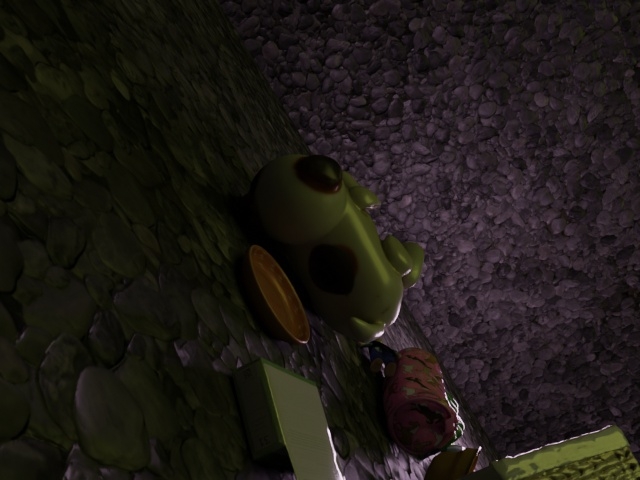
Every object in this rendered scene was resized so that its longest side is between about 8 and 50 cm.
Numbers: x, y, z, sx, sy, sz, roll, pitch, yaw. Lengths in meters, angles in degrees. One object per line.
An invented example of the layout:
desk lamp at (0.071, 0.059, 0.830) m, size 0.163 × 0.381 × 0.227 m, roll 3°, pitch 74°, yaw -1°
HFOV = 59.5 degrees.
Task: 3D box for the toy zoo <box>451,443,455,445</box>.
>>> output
toy zoo at (0.399, 0.636, 1.939) m, size 0.293 × 0.030 × 0.192 m, roll 55°, pitch 11°, yaw -32°

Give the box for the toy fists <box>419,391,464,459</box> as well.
toy fists at (0.331, 0.514, 1.620) m, size 0.096 × 0.142 × 0.279 m, roll 60°, pitch 9°, yaw -2°

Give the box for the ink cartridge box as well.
ink cartridge box at (-0.026, 0.283, 0.729) m, size 0.171 × 0.056 × 0.235 m, roll 45°, pitch 20°, yaw -55°

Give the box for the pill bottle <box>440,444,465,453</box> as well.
pill bottle at (0.392, 0.655, 1.622) m, size 0.108 × 0.108 × 0.180 m, roll 62°, pitch 10°, yaw 13°

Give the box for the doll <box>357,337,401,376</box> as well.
doll at (0.161, 0.307, 1.534) m, size 0.129 × 0.046 × 0.189 m, roll 19°, pitch 11°, yaw -1°

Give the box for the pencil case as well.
pencil case at (0.253, 0.405, 1.471) m, size 0.167 × 0.160 × 0.386 m, roll 47°, pitch 9°, yaw -2°

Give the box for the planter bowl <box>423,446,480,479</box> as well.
planter bowl at (0.287, 0.560, 1.287) m, size 0.090 × 0.217 × 0.217 m, roll 19°, pitch -8°, yaw 24°

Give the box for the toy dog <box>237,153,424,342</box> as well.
toy dog at (0.000, 0.000, 1.210) m, size 0.408 × 0.284 × 0.395 m, roll 55°, pitch 29°, yaw -24°

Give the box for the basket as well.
basket at (0.391, 0.531, 0.995) m, size 0.331 × 0.328 × 0.266 m, roll -4°, pitch 55°, yaw -29°

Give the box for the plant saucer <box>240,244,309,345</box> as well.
plant saucer at (-0.085, 0.102, 1.009) m, size 0.200 × 0.037 × 0.200 m, roll 58°, pitch 9°, yaw -15°
